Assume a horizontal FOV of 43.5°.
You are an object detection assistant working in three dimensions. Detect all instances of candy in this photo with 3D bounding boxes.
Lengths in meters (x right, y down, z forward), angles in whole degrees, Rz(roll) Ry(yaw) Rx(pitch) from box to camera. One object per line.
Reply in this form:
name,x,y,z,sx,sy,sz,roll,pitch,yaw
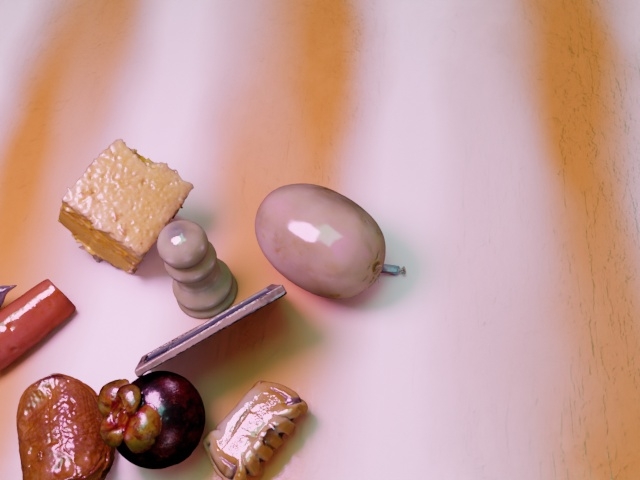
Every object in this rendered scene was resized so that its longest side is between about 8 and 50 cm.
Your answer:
candy,0.152,0.062,1.805,0.083,0.020,0.030,6,59,13

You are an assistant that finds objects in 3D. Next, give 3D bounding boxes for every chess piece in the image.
chess piece,-0.280,0.053,1.752,0.144,0.251,0.145,-5,57,7

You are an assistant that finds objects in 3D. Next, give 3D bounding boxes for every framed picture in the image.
framed picture,-0.231,0.182,1.684,0.335,0.247,0.022,-29,92,-8

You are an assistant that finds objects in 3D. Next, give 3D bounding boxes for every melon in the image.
melon,0.000,0.000,1.753,0.316,0.223,0.223,29,66,25

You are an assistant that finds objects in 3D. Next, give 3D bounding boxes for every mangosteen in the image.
mangosteen,-0.329,0.354,1.590,0.209,0.210,0.210,-5,56,7

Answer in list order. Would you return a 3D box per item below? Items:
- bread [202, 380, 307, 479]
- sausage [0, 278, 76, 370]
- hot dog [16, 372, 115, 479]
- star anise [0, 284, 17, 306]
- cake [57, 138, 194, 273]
bread,-0.132,0.383,1.608,0.134,0.081,0.225,31,69,33
sausage,-0.686,0.200,1.814,0.259,0.114,0.113,-40,59,-18
hot dog,-0.531,0.406,1.646,0.196,0.122,0.272,-23,51,-7
star anise,-0.794,0.157,1.858,0.204,0.061,0.180,-9,30,50
cake,-0.461,-0.070,1.878,0.222,0.286,0.227,38,66,-7
